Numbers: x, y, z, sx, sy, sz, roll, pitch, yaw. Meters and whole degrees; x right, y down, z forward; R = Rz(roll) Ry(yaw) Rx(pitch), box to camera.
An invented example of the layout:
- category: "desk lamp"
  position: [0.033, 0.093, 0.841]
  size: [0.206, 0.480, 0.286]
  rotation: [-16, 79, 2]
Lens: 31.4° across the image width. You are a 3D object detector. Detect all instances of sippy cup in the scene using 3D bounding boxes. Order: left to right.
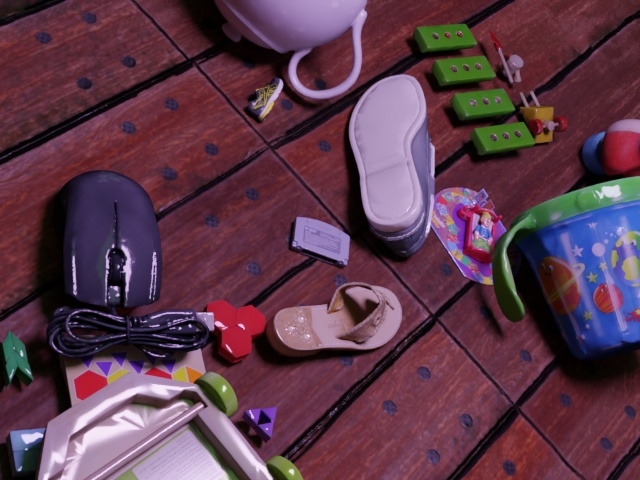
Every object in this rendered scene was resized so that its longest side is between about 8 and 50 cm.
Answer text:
- category: "sippy cup"
  position: [0.415, 0.049, 1.642]
  size: [0.240, 0.306, 0.224]
  rotation: [18, 55, -69]

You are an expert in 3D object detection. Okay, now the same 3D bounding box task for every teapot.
- category: "teapot"
  position: [-0.066, -0.357, 1.644]
  size: [0.252, 0.187, 0.256]
  rotation: [30, 21, -43]

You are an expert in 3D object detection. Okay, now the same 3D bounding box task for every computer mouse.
- category: "computer mouse"
  position: [-0.234, 0.008, 1.327]
  size: [0.189, 0.072, 0.272]
  rotation: [0, 50, -25]

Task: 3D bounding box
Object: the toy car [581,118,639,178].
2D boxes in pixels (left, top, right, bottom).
- category: "toy car"
  position: [0.524, -0.055, 1.824]
  size: [0.210, 0.219, 0.238]
  rotation: [24, 79, -17]

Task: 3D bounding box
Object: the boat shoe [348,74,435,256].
- category: "boat shoe"
  position: [0.111, -0.113, 1.661]
  size: [0.099, 0.116, 0.319]
  rotation: [63, 21, -44]

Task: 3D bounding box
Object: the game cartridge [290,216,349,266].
- category: "game cartridge"
  position: [0.000, 0.000, 1.547]
  size: [0.083, 0.017, 0.056]
  rotation: [21, 54, -19]

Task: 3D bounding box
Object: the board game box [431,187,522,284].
- category: "board game box"
  position: [0.237, -0.015, 1.692]
  size: [0.133, 0.033, 0.168]
  rotation: [-20, 71, -39]

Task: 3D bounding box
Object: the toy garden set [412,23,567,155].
- category: "toy garden set"
  position: [0.277, -0.245, 1.866]
  size: [0.204, 0.049, 0.244]
  rotation: [-11, 65, -35]

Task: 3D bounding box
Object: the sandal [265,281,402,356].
- category: "sandal"
  position: [0.044, 0.092, 1.451]
  size: [0.240, 0.079, 0.088]
  rotation: [-10, 69, -43]

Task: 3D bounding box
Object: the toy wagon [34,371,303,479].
- category: "toy wagon"
  position: [-0.138, 0.299, 1.161]
  size: [0.267, 0.068, 0.344]
  rotation: [-32, 74, -36]

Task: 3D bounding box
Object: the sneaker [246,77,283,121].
- category: "sneaker"
  position: [-0.080, -0.208, 1.628]
  size: [0.035, 0.031, 0.083]
  rotation: [30, 49, -11]

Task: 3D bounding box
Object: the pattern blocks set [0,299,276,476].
- category: "pattern blocks set"
  position: [-0.201, 0.173, 1.295]
  size: [0.325, 0.026, 0.285]
  rotation: [9, 54, -27]
